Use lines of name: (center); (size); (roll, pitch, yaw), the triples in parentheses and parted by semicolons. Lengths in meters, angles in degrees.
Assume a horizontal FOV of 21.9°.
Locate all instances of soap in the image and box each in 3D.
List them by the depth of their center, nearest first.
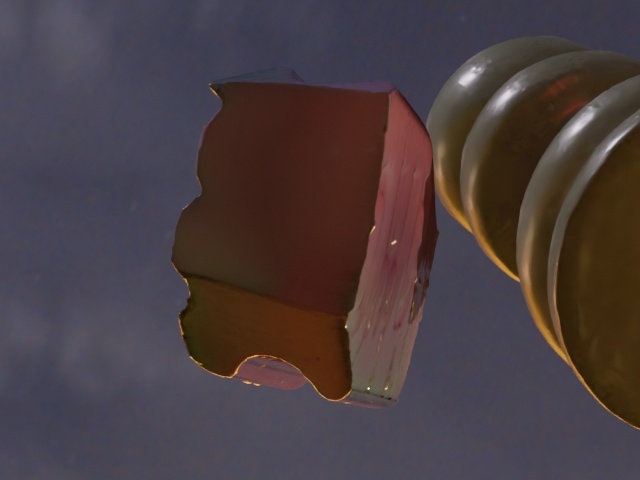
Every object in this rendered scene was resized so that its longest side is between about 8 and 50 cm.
soap: (0.000, 0.000, 0.536); (0.056, 0.100, 0.149); (10, -6, 13)

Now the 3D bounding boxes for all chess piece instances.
chess piece: (0.125, -0.024, 0.719); (0.144, 0.251, 0.144); (-4, -74, -13)
